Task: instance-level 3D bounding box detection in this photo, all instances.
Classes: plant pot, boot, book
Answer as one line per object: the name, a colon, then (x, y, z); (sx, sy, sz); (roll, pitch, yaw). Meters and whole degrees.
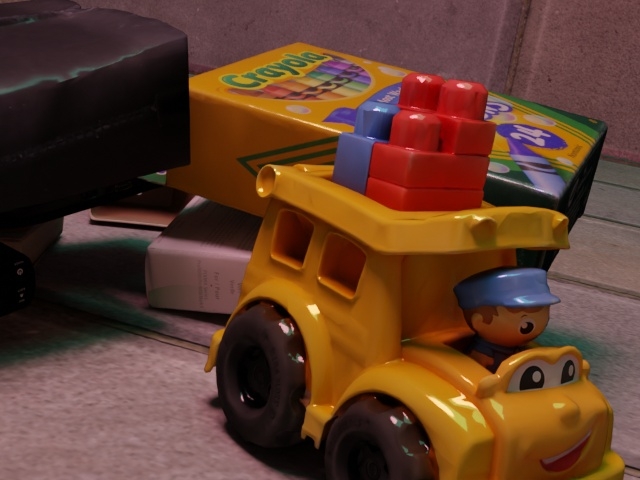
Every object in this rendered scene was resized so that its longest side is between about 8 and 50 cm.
plant pot: (-0.174, -0.072, 0.923); (0.109, 0.109, 0.096); (6, 3, -18)
boot: (-0.348, -0.085, 0.534); (0.367, 0.146, 0.445); (31, 40, 26)
book: (-0.268, -0.007, 0.736); (0.096, 0.035, 0.144); (6, 14, -4)

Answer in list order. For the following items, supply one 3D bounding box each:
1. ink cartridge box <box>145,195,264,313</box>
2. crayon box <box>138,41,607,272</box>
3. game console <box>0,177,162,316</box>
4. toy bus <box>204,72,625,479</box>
ink cartridge box: (0.000, 0.000, 0.724); (0.225, 0.056, 0.181); (6, 25, 11)
crayon box: (0.032, -0.072, 0.692); (0.323, 0.083, 0.203); (18, 26, 19)
game console: (-0.226, -0.020, 0.655); (0.213, 0.044, 0.361); (23, 30, 33)
toy bus: (0.059, 0.024, 0.484); (0.149, 0.211, 0.220); (1, 18, -39)
